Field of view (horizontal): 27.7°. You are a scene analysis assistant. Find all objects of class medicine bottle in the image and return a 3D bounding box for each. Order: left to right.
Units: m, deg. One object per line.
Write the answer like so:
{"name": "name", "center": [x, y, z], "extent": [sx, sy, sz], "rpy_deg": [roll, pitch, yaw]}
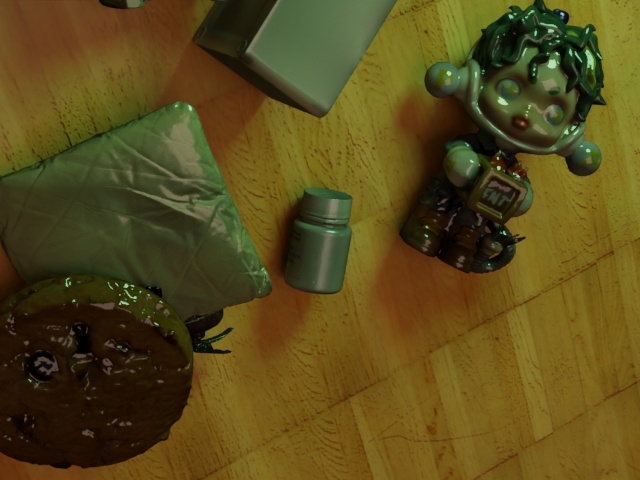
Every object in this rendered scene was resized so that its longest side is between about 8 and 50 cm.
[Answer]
{"name": "medicine bottle", "center": [0.000, 0.000, 1.719], "extent": [0.080, 0.080, 0.130], "rpy_deg": [3, 104, -31]}

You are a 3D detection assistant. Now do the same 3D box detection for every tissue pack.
{"name": "tissue pack", "center": [-0.016, -0.296, 1.566], "extent": [0.136, 0.159, 0.246], "rpy_deg": [31, 90, -32]}

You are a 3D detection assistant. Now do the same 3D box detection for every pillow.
{"name": "pillow", "center": [-0.233, -0.004, 1.553], "extent": [0.281, 0.076, 0.274], "rpy_deg": [-21, 116, 3]}

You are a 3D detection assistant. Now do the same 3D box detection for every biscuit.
{"name": "biscuit", "center": [-0.288, 0.168, 1.555], "extent": [0.296, 0.075, 0.295], "rpy_deg": [-5, 124, -8]}

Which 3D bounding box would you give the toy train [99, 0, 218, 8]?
{"name": "toy train", "center": [-0.173, -0.407, 1.453], "extent": [0.202, 0.131, 0.299], "rpy_deg": [-16, 113, -23]}

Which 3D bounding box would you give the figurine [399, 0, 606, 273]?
{"name": "figurine", "center": [0.244, -0.143, 1.756], "extent": [0.261, 0.186, 0.381], "rpy_deg": [25, 99, -23]}

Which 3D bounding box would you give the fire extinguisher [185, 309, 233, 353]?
{"name": "fire extinguisher", "center": [-0.154, 0.030, 1.647], "extent": [0.089, 0.072, 0.267], "rpy_deg": [-18, 115, -38]}
